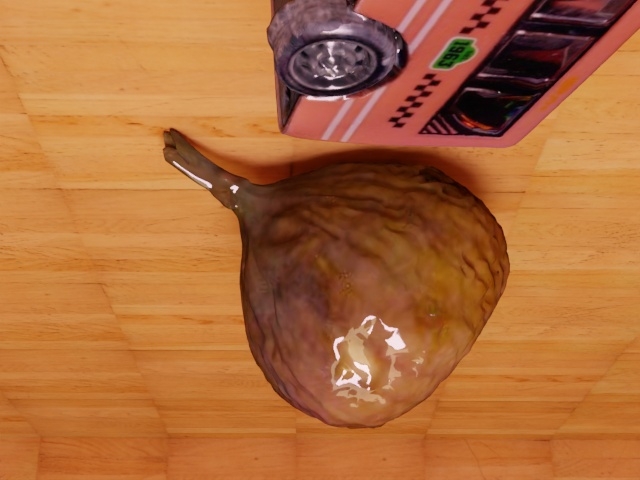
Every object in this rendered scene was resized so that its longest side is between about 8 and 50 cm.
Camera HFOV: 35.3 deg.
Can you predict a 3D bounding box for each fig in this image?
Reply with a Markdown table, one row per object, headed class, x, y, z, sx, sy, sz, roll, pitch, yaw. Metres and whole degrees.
| class | x | y | z | sx | sy | sz | roll | pitch | yaw |
| --- | --- | --- | --- | --- | --- | --- | --- | --- | --- |
| fig | 0.000 | 0.000 | 1.001 | 0.369 | 0.286 | 0.286 | 43 | 139 | -12 |

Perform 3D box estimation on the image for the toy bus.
| class | x | y | z | sx | sy | sz | roll | pitch | yaw |
| --- | --- | --- | --- | --- | --- | --- | --- | --- | --- |
| toy bus | 0.111 | -0.221 | 0.522 | 0.233 | 0.203 | 0.427 | 5 | 155 | -20 |
